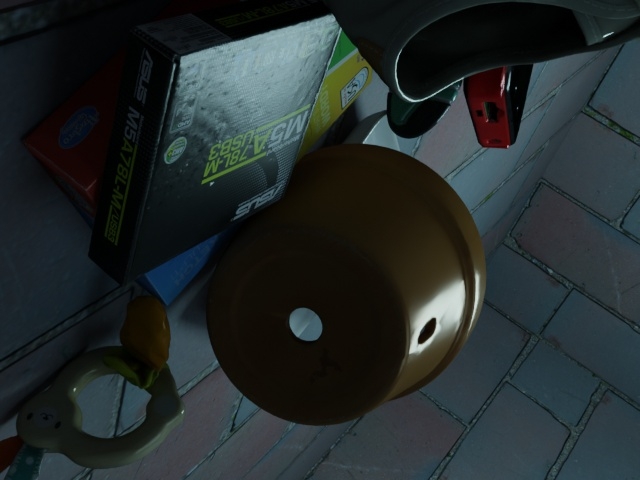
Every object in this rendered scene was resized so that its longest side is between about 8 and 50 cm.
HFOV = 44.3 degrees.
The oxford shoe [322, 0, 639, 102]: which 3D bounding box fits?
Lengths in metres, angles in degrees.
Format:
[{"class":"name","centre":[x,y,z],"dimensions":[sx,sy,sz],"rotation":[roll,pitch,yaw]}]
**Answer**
[{"class":"oxford shoe","centre":[0.210,-0.193,0.453],"dimensions":[0.449,0.130,0.169],"rotation":[-18,166,23]}]

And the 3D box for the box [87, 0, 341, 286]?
[{"class":"box","centre":[-0.071,-0.079,0.563],"dimensions":[0.190,0.045,0.184],"rotation":[-33,151,-49]}]

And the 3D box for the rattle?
[{"class":"rattle","centre":[-0.227,0.149,0.715],"dimensions":[0.199,0.130,0.143],"rotation":[-17,162,-21]}]

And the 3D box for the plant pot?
[{"class":"plant pot","centre":[0.014,0.055,0.811],"dimensions":[0.291,0.290,0.203],"rotation":[-60,171,20]}]

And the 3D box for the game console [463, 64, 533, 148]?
[{"class":"game console","centre":[0.271,-0.321,1.088],"dimensions":[0.386,0.060,0.342],"rotation":[24,79,-74]}]

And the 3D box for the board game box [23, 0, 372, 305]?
[{"class":"board game box","centre":[-0.074,-0.116,0.674],"dimensions":[0.316,0.064,0.242],"rotation":[-49,163,-16]}]

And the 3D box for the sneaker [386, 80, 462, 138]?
[{"class":"sneaker","centre":[0.149,-0.230,0.988],"dimensions":[0.098,0.083,0.224],"rotation":[-7,119,-79]}]

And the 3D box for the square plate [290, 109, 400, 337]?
[{"class":"square plate","centre":[0.000,0.000,1.132],"dimensions":[0.344,0.049,0.347],"rotation":[-52,163,-4]}]
